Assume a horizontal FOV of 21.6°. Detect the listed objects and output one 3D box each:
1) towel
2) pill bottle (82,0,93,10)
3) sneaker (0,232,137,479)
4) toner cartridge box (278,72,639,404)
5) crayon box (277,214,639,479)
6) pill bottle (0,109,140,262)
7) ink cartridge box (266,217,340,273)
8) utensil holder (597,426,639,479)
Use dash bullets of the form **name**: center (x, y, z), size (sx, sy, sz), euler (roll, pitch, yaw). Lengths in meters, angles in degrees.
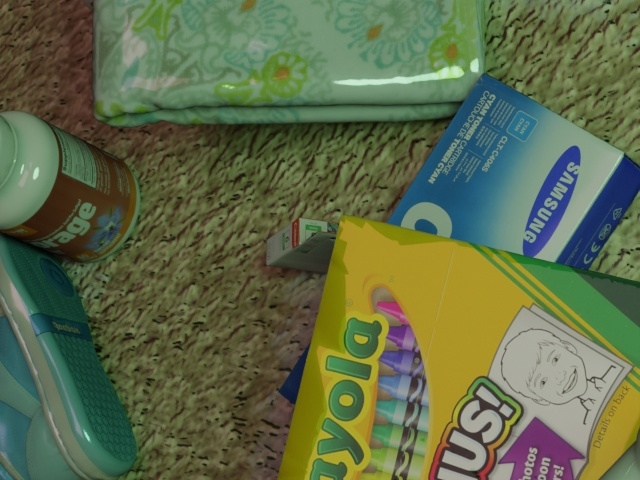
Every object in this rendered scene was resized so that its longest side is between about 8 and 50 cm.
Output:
- **towel**: center (-0.029, -0.269, 1.586), size (0.374, 0.090, 0.321), euler (-1, 73, 1)
- **pill bottle**: center (-0.143, -0.279, 1.725), size (0.208, 0.117, 0.118), euler (11, 81, 33)
- **sneaker**: center (-0.333, 0.143, 1.706), size (0.208, 0.127, 0.319), euler (-35, 60, 16)
- **toner cartridge box**: center (0.125, 0.040, 1.495), size (0.165, 0.075, 0.348), euler (34, 94, 31)
- **crayon box**: center (0.131, 0.191, 1.363), size (0.313, 0.106, 0.363), euler (13, 88, 15)
- **pill bottle**: center (-0.288, -0.059, 1.684), size (0.121, 0.216, 0.121), euler (-9, 71, 28)
- **ink cartridge box**: center (0.000, 0.000, 1.557), size (0.115, 0.062, 0.029), euler (146, 128, -59)
- **utensil holder**: center (0.224, 0.348, 1.104), size (0.385, 0.327, 0.327), euler (-50, 57, 15)
